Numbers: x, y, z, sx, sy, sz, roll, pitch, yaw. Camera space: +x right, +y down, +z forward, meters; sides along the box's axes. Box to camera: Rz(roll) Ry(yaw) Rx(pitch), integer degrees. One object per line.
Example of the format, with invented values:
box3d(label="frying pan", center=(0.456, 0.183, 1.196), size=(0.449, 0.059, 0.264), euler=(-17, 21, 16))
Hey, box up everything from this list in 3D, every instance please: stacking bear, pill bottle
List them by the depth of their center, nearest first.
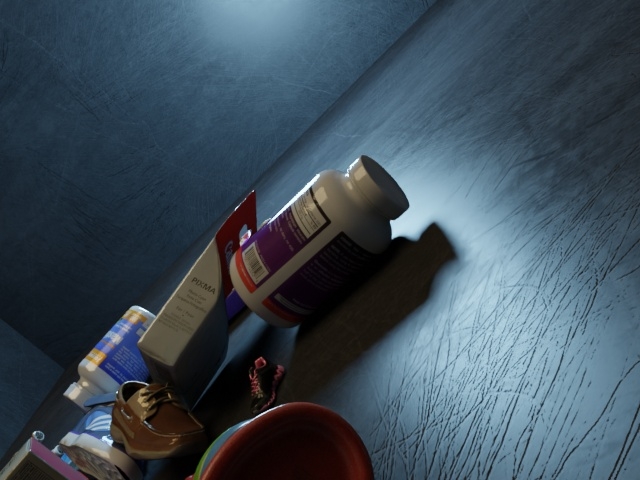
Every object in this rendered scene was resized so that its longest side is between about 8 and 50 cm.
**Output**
box3d(label="stacking bear", center=(-0.075, 0.283, 0.808), size=(0.164, 0.175, 0.289), euler=(-59, 9, -34))
box3d(label="pill bottle", center=(0.000, 0.000, 1.331), size=(0.323, 0.181, 0.181), euler=(-42, 14, 20))
box3d(label="pill bottle", center=(-0.494, 0.307, 1.830), size=(0.272, 0.152, 0.152), euler=(-51, 13, -25))

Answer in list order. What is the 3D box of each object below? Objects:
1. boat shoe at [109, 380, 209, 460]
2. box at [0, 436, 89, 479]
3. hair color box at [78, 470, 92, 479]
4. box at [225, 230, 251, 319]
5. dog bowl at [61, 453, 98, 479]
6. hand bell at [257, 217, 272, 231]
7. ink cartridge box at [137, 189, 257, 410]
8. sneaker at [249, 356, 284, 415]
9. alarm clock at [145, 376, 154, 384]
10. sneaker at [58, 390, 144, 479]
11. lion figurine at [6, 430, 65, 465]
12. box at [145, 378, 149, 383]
box3d(label="boat shoe", center=(-0.303, 0.318, 1.345), size=(0.324, 0.123, 0.116), euler=(-3, 88, 52))
box3d(label="box", center=(-0.452, 0.470, 1.263), size=(0.148, 0.232, 0.127), euler=(-51, 13, -16))
box3d(label="hair color box", center=(-0.486, 0.528, 1.565), size=(0.043, 0.072, 0.141), euler=(-54, 15, -25))
box3d(label="box", center=(-0.255, 0.127, 1.902), size=(0.293, 0.057, 0.201), euler=(-42, 29, 7))
box3d(label="dog bowl", center=(-0.557, 0.531, 1.785), size=(0.166, 0.074, 0.297), euler=(-52, 13, -22))
box3d(label="hand bell", center=(-0.093, 0.065, 1.666), size=(0.126, 0.126, 0.242), euler=(-41, 26, 27))
box3d(label="ink cartridge box", center=(-0.202, 0.128, 1.498), size=(0.385, 0.091, 0.308), euler=(-55, -13, -25))
box3d(label="sneaker", center=(-0.100, 0.237, 1.224), size=(0.047, 0.057, 0.119), euler=(-38, 17, 27))
box3d(label="alarm clock", center=(-0.412, 0.383, 1.796), size=(0.192, 0.064, 0.129), euler=(-46, 13, 20))
box3d(label="sneaker", center=(-0.396, 0.390, 1.571), size=(0.236, 0.130, 0.323), euler=(-41, 20, -33))
box3d(label="lion figurine", center=(-0.788, 0.674, 1.968), size=(0.240, 0.142, 0.392), euler=(-51, 15, 18))
box3d(label="box", center=(-0.463, 0.326, 2.026), size=(0.261, 0.103, 0.184), euler=(-53, 18, -25))
